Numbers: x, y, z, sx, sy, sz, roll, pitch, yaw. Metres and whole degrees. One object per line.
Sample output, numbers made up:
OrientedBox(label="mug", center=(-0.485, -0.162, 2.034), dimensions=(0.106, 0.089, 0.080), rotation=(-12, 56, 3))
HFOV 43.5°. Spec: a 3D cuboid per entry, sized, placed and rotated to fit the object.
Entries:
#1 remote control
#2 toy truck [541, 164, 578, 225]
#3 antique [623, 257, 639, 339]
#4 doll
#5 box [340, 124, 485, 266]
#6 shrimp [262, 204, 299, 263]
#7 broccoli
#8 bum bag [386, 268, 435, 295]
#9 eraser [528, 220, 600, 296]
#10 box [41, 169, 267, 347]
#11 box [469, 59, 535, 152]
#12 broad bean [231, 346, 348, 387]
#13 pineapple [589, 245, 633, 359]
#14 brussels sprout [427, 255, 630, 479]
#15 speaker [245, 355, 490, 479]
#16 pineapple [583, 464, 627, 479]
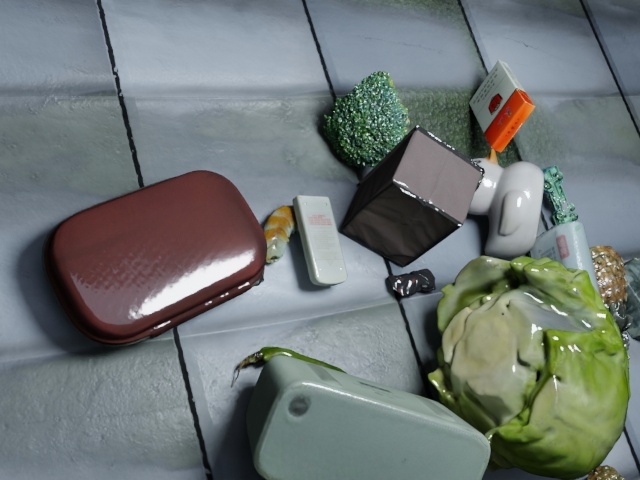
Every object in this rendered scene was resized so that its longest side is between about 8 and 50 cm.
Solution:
OrientedBox(label="remote control", center=(0.000, 0.000, 1.615), dimensions=(0.088, 0.029, 0.190), rotation=(-1, 70, -39))
OrientedBox(label="toy truck", center=(0.578, -0.096, 2.002), dimensions=(0.067, 0.081, 0.175), rotation=(-34, 105, -35))
OrientedBox(label="antique", center=(0.777, 0.148, 1.975), dimensions=(0.088, 0.086, 0.183), rotation=(-27, 82, -34))
OrientedBox(label="doll", center=(0.402, -0.085, 1.841), dimensions=(0.221, 0.221, 0.250), rotation=(2, 94, -28))
OrientedBox(label="box", center=(0.184, -0.081, 1.659), dimensions=(0.188, 0.252, 0.153), rotation=(31, 57, -14))
OrientedBox(label="shrimp", center=(-0.045, 0.009, 1.627), dimensions=(0.166, 0.049, 0.161), rotation=(35, 54, -19))
OrientedBox(label="broccoli", center=(0.113, -0.272, 1.783), dimensions=(0.194, 0.219, 0.194), rotation=(15, 21, -6))
OrientedBox(label="bum bag", center=(0.199, 0.090, 1.721), dimensions=(0.125, 0.034, 0.057), rotation=(-13, 60, -33))
OrientedBox(label="eraser", center=(0.552, 0.091, 1.827), dimensions=(0.081, 0.174, 0.226), rotation=(3, 67, -20))
OrientedBox(label="box", center=(-0.288, 0.025, 1.442), dimensions=(0.404, 0.108, 0.263), rotation=(-24, 81, -34))
OrientedBox(label="box", center=(0.429, -0.326, 1.921), dimensions=(0.035, 0.139, 0.245), rotation=(23, 31, -18))
OrientedBox(label="broad bean", center=(-0.004, 0.275, 1.515), dimensions=(0.318, 0.056, 0.098), rotation=(20, 88, -13))
OrientedBox(label="pineapple", center=(0.658, 0.167, 1.865), dimensions=(0.141, 0.170, 0.309), rotation=(-8, 73, 2))
OrientedBox(label="brussels sprout", center=(0.435, 0.258, 1.597), dimensions=(0.361, 0.343, 0.425), rotation=(28, 58, -41))
OrientedBox(label="speaker", center=(0.073, 0.338, 1.409), dimensions=(0.406, 0.184, 0.183), rotation=(19, 95, -18))
OrientedBox(label="pineapple", center=(0.538, 0.570, 1.645), dimensions=(0.251, 0.125, 0.125), rotation=(-36, 87, -25))
